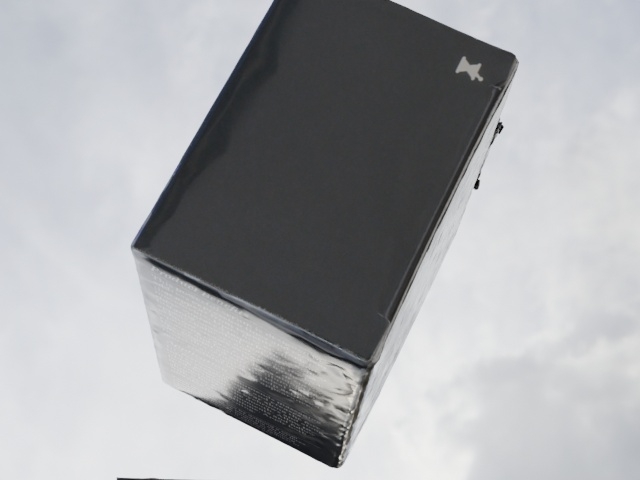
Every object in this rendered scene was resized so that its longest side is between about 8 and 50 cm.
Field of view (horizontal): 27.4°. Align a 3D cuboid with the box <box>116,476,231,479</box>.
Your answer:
[{"bbox_3d":[-0.129,0.515,1.944,0.097,0.394,0.318,38,-128,-64],"label":"box"}]

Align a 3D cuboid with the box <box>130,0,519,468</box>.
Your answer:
[{"bbox_3d":[0.000,0.000,1.200,0.294,0.212,0.395,-62,-7,-21],"label":"box"}]

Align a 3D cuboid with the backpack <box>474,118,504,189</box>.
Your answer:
[{"bbox_3d":[0.154,-0.110,1.548,0.105,0.084,0.114,-69,-14,17],"label":"backpack"}]
